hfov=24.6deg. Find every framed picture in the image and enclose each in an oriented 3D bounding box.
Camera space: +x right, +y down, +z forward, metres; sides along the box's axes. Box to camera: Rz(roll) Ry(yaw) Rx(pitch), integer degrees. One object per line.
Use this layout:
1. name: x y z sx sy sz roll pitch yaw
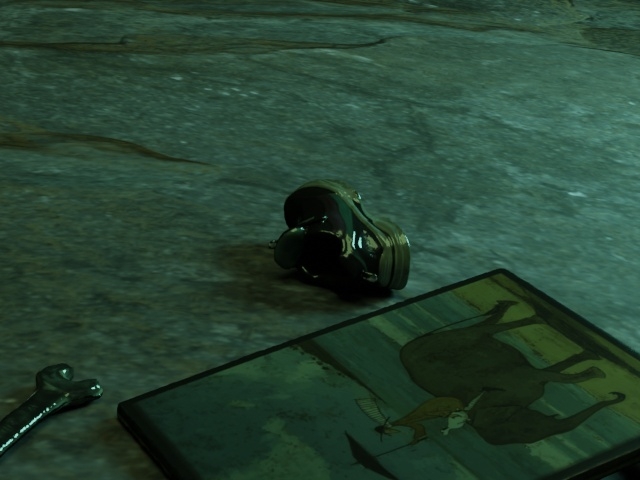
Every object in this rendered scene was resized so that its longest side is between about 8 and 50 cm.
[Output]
1. framed picture: 0.065 0.120 1.017 0.347 0.016 0.265 -18 30 -24

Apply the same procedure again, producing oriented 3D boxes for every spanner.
1. spanner: -0.221 0.137 0.980 0.054 0.015 0.254 12 22 17

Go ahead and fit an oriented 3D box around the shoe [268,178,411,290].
1. shoe: 0.000 0.000 1.326 0.099 0.071 0.169 -13 31 -34
